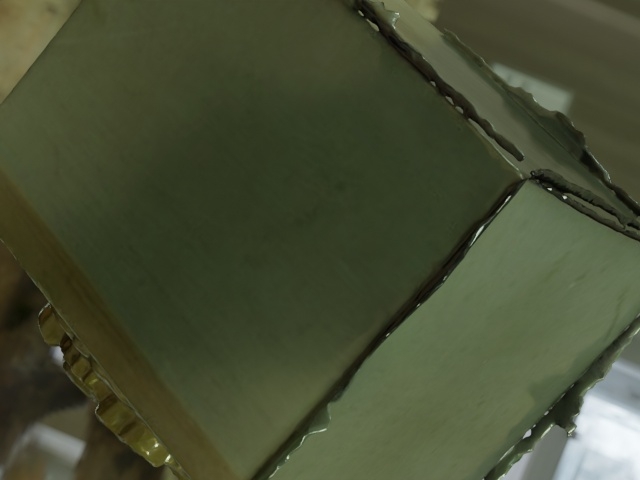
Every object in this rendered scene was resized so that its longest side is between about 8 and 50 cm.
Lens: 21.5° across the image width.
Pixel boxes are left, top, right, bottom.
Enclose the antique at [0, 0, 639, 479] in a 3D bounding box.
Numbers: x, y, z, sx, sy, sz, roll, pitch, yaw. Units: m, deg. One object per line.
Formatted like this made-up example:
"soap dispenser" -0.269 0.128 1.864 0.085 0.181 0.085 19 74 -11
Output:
"antique" 0.000 0.000 0.503 0.148 0.152 0.147 -48 152 11
